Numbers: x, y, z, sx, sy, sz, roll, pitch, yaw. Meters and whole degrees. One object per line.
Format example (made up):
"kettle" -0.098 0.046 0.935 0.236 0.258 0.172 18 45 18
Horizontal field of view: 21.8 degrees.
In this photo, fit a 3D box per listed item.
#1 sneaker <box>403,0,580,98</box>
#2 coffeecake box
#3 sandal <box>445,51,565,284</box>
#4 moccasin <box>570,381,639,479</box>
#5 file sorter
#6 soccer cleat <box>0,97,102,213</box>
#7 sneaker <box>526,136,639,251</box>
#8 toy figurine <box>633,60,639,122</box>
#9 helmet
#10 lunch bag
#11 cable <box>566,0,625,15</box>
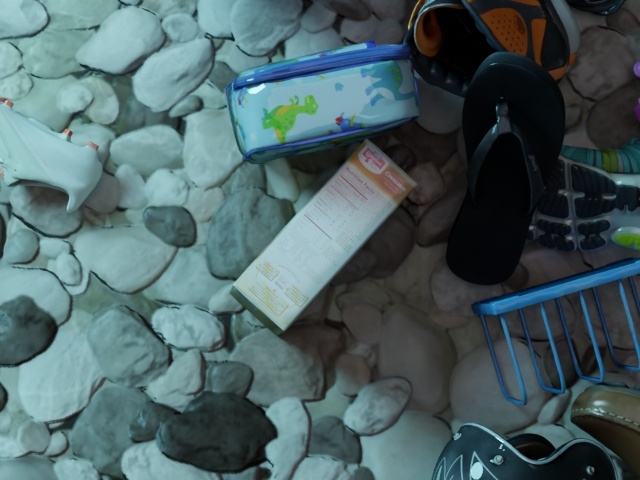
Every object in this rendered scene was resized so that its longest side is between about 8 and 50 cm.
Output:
"sneaker" 0.118 -0.267 1.593 0.321 0.180 0.124 49 124 2
"coffeecake box" 0.000 0.000 1.591 0.068 0.142 0.185 42 83 0
"sandal" 0.175 -0.058 1.576 0.097 0.054 0.254 8 124 6
"moccasin" 0.385 0.283 1.603 0.380 0.139 0.147 44 75 -8
"file sorter" 0.250 0.087 1.613 0.170 0.118 0.104 -15 89 -5
"soccer cleat" -0.307 -0.096 1.620 0.196 0.068 0.076 27 87 -4
"sneaker" 0.289 -0.051 1.645 0.275 0.110 0.107 10 126 10
"toy figurine" 0.378 -0.172 1.654 0.159 0.130 0.173 -33 65 0
"helmet" 0.185 0.251 1.571 0.161 0.169 0.169 -7 85 -21
"lunch bag" 0.003 -0.130 1.566 0.176 0.219 0.090 -11 92 -3
"cable" 0.279 -0.318 1.694 0.150 0.047 0.184 -14 83 -10
